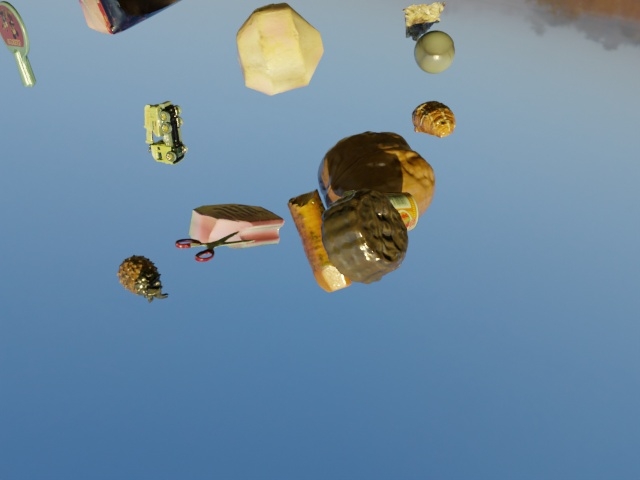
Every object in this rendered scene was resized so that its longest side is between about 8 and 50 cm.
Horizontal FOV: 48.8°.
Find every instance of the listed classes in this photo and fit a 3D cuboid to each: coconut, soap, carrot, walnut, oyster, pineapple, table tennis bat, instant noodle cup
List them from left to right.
[{"bbox_3d":[-0.866,-0.559,2.017,0.153,0.244,0.040,19,-141,38],"label":"table tennis bat"},{"bbox_3d":[-0.467,0.109,1.872,0.108,0.108,0.198,-3,-160,-32],"label":"pineapple"},{"bbox_3d":[-0.306,-0.054,2.497,0.193,0.109,0.324,27,-159,32],"label":"soap"},{"bbox_3d":[-0.103,-0.493,1.818,0.237,0.236,0.197,8,-167,-12],"label":"coconut"},{"bbox_3d":[0.000,0.000,2.035,0.114,0.114,0.301,-20,-94,-50],"label":"carrot"},{"bbox_3d":[0.180,-0.186,2.315,0.398,0.307,0.354,-9,-139,-33],"label":"walnut"},{"bbox_3d":[0.169,-0.071,1.987,0.185,0.168,0.168,-9,-146,-31],"label":"instant noodle cup"},{"bbox_3d":[0.266,-0.568,1.814,0.109,0.053,0.165,-19,174,1],"label":"oyster"}]

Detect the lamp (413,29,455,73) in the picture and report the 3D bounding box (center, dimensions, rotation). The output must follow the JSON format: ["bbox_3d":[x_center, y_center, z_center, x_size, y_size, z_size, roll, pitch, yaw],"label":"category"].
[{"bbox_3d":[0.284,-0.469,1.756,0.105,0.105,0.105,12,-154,-6],"label":"lamp"}]

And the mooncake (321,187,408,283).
[{"bbox_3d":[0.117,-0.013,1.719,0.228,0.124,0.228,26,-130,-35],"label":"mooncake"}]

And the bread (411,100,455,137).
[{"bbox_3d":[0.286,-0.318,1.812,0.105,0.075,0.233,-8,-162,0],"label":"bread"}]

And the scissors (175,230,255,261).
[{"bbox_3d":[-0.327,0.011,2.243,0.144,0.017,0.248,30,-149,35],"label":"scissors"}]

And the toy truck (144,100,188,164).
[{"bbox_3d":[-0.431,-0.297,1.933,0.100,0.168,0.077,8,-151,21],"label":"toy truck"}]

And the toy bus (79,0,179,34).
[{"bbox_3d":[-0.386,-0.567,1.550,0.147,0.127,0.302,12,-136,39],"label":"toy bus"}]
